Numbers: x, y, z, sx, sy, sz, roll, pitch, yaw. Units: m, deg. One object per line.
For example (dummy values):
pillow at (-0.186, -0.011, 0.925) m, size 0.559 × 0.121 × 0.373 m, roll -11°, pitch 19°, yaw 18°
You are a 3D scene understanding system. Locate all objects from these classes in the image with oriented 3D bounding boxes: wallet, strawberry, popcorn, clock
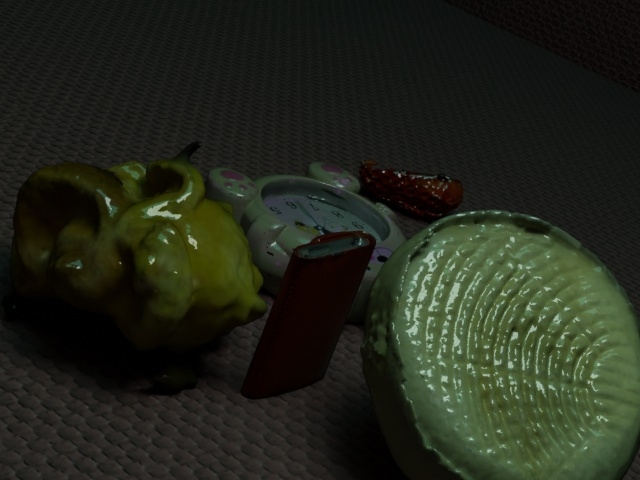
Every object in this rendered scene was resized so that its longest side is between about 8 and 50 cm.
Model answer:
wallet at (-0.015, 0.087, 1.427) m, size 0.045 × 0.204 × 0.142 m, roll 37°, pitch 30°, yaw 30°
strawberry at (0.155, -0.087, 2.082) m, size 0.188 × 0.082 × 0.121 m, roll 9°, pitch 4°, yaw 2°
popcorn at (-0.208, 0.007, 1.413) m, size 0.316 × 0.281 × 0.297 m, roll 24°, pitch 5°, yaw -16°
clock at (0.000, 0.000, 1.735) m, size 0.284 × 0.114 × 0.309 m, roll -5°, pitch 34°, yaw -44°

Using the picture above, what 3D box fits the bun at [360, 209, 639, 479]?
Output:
bun at (0.197, 0.155, 1.386) m, size 0.364 × 0.202 × 0.364 m, roll 10°, pitch 63°, yaw -21°

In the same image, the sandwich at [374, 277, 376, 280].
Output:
sandwich at (0.137, 0.126, 1.589) m, size 0.079 × 0.113 × 0.163 m, roll -6°, pitch 25°, yaw -41°
